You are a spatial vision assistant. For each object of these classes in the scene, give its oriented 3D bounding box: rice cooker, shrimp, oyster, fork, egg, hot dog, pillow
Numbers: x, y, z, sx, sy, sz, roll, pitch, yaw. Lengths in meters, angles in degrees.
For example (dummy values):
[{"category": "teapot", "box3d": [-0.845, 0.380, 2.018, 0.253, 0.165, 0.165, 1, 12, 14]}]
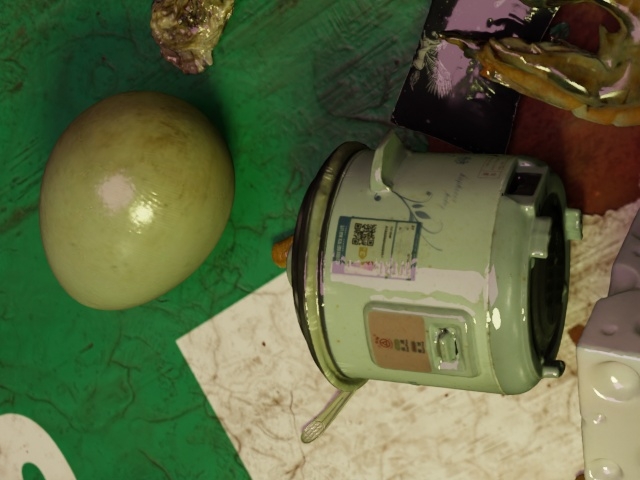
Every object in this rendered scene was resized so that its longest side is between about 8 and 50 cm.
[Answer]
[{"category": "rice cooker", "box3d": [0.106, 0.028, 1.324, 0.317, 0.264, 0.316, 13, 133, 14]}, {"category": "shrimp", "box3d": [0.251, -0.203, 1.291, 0.254, 0.059, 0.145, 24, 112, 4]}, {"category": "oyster", "box3d": [-0.153, -0.279, 1.520, 0.108, 0.053, 0.165, 49, 125, 22]}, {"category": "fork", "box3d": [0.039, 0.167, 1.519, 0.034, 0.028, 0.219, 45, 116, 9]}, {"category": "egg", "box3d": [-0.223, -0.039, 1.509, 0.218, 0.218, 0.295, 43, 128, 14]}, {"category": "hot dog", "box3d": [0.000, 0.000, 1.508, 0.137, 0.028, 0.044, -14, 86, 30]}, {"category": "pillow", "box3d": [0.163, -0.199, 1.368, 0.141, 0.055, 0.208, 24, 111, 14]}]

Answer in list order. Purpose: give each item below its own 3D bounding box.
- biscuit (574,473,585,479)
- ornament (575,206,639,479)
[{"category": "biscuit", "box3d": [0.311, 0.297, 1.412, 0.082, 0.016, 0.092, 20, 107, 22]}, {"category": "ornament", "box3d": [0.385, 0.132, 1.172, 0.240, 0.239, 0.239, 8, 129, 26]}]
